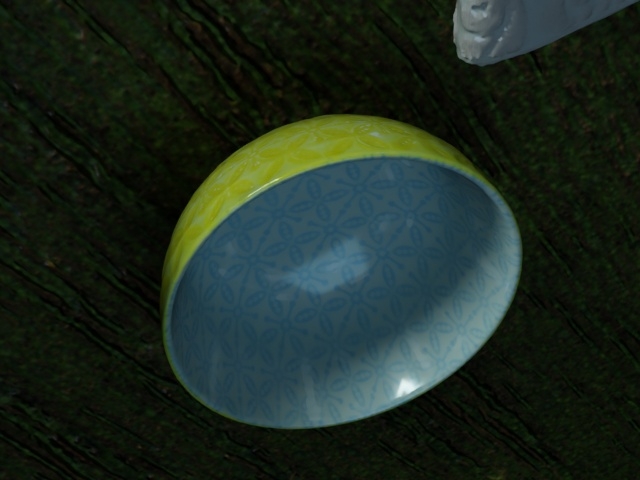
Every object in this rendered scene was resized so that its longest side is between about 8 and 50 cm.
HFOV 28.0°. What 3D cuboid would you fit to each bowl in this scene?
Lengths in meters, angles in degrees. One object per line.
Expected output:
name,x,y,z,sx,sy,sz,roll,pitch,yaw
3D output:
bowl,0.000,0.000,1.036,0.290,0.156,0.289,-11,133,-11

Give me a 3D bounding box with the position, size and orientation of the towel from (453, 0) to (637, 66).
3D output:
towel,0.220,-0.306,0.849,0.317,0.053,0.331,-27,139,-23
